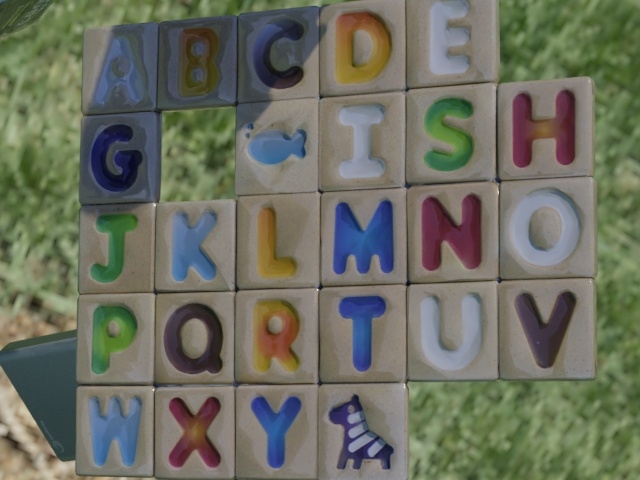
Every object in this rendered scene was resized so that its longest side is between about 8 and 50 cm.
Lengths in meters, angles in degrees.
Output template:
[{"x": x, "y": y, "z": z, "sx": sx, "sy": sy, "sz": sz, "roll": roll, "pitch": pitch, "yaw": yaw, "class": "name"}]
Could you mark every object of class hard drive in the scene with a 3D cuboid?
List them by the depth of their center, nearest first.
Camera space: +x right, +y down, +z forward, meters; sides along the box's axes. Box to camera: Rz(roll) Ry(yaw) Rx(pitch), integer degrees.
[{"x": -0.153, "y": 0.104, "z": 1.336, "sx": 0.022, "sy": 0.135, "sz": 0.094, "roll": -44, "pitch": 113, "yaw": -41, "class": "hard drive"}]

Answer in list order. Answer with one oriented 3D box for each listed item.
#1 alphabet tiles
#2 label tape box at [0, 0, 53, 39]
[{"x": 0.000, "y": 0.000, "z": 0.806, "sx": 0.009, "sy": 0.237, "sz": 0.198, "roll": 11, "pitch": 77, "yaw": -62, "class": "alphabet tiles"}, {"x": -0.225, "y": -0.264, "z": 1.515, "sx": 0.115, "sy": 0.249, "sz": 0.348, "roll": 50, "pitch": 37, "yaw": 4, "class": "label tape box"}]
